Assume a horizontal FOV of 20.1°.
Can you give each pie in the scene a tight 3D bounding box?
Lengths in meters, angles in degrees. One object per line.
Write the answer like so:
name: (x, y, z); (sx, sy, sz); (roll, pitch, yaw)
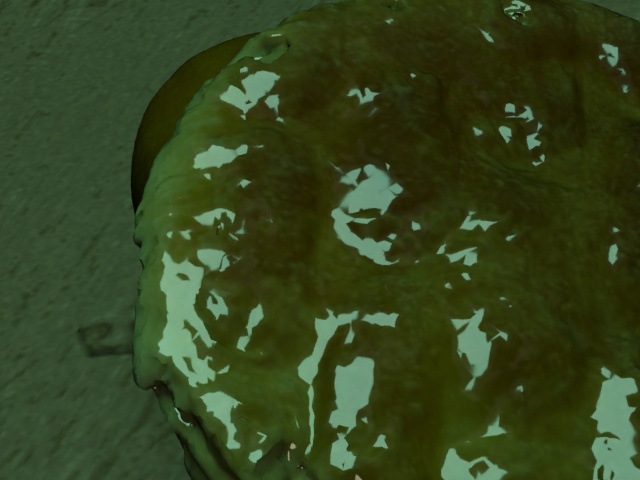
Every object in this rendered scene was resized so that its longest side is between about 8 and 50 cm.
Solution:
pie: (0.088, 0.034, 0.686); (0.339, 0.083, 0.339); (8, 54, -11)

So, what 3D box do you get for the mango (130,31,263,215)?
mango: (0.000, 0.000, 0.816); (0.166, 0.136, 0.236); (-2, 43, -32)
